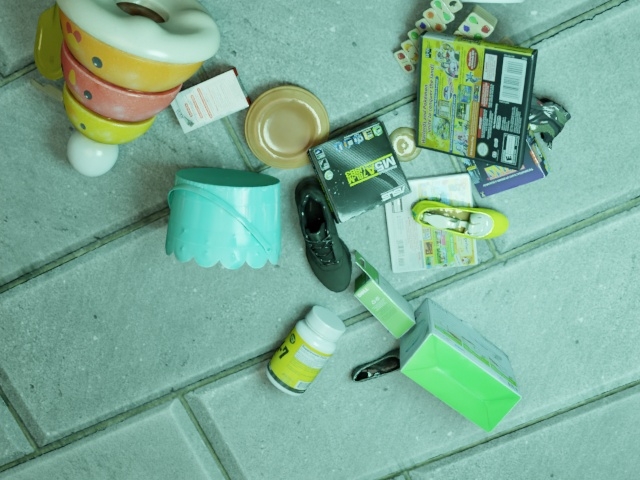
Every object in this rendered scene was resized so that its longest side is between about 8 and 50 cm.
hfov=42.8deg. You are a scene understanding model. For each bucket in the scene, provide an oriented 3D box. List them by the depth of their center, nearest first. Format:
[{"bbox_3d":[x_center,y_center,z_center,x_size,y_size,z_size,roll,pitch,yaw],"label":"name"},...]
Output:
[{"bbox_3d":[-0.218,-0.057,1.864,0.281,0.281,0.183,6,104,2],"label":"bucket"}]

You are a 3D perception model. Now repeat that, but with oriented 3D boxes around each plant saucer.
[{"bbox_3d":[-0.076,-0.257,1.888,0.200,0.037,0.200,-2,112,-4],"label":"plant saucer"},{"bbox_3d":[0.196,-0.223,1.907,0.083,0.015,0.083,1,107,4],"label":"plant saucer"}]

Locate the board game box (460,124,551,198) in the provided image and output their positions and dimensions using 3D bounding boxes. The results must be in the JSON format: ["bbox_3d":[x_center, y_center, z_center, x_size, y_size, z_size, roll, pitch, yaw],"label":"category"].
[{"bbox_3d":[0.411,-0.185,1.846,0.170,0.048,0.141,-20,106,40],"label":"board game box"}]

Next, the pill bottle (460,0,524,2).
[{"bbox_3d":[0.363,-0.636,1.700,0.152,0.152,0.272,2,107,4],"label":"pill bottle"}]

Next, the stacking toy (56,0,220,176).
[{"bbox_3d":[-0.452,-0.328,1.809,0.350,0.350,0.480,25,123,-4],"label":"stacking toy"}]

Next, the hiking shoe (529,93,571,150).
[{"bbox_3d":[0.442,-0.284,1.835,0.227,0.086,0.114,23,105,-3],"label":"hiking shoe"}]

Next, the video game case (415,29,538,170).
[{"bbox_3d":[0.328,-0.300,1.761,0.248,0.035,0.275,16,130,24],"label":"video game case"}]

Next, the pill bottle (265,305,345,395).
[{"bbox_3d":[-0.035,0.271,2.019,0.119,0.119,0.208,33,106,-6],"label":"pill bottle"}]

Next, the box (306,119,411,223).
[{"bbox_3d":[0.089,-0.157,1.877,0.191,0.045,0.184,-23,92,-10],"label":"box"}]

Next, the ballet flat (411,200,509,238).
[{"bbox_3d":[0.325,-0.041,1.894,0.231,0.077,0.077,11,106,1],"label":"ballet flat"}]

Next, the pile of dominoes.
[{"bbox_3d":[0.276,-0.404,1.768,0.196,0.040,0.251,35,139,-5],"label":"pile of dominoes"}]

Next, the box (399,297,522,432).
[{"bbox_3d":[0.326,0.287,1.939,0.262,0.231,0.127,35,106,-7],"label":"box"}]

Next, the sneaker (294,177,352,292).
[{"bbox_3d":[0.000,0.000,1.930,0.109,0.130,0.286,-18,106,7],"label":"sneaker"}]

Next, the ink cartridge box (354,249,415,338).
[{"bbox_3d":[0.135,0.128,1.969,0.062,0.109,0.209,-42,100,13],"label":"ink cartridge box"}]

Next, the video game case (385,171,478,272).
[{"bbox_3d":[0.263,-0.041,1.953,0.206,0.026,0.227,-6,105,6],"label":"video game case"}]

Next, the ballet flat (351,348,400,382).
[{"bbox_3d":[0.159,0.320,2.056,0.173,0.049,0.057,-25,104,11],"label":"ballet flat"}]

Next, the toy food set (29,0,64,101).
[{"bbox_3d":[-0.589,-0.437,1.877,0.128,0.071,0.218,22,105,27],"label":"toy food set"}]

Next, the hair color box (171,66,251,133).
[{"bbox_3d":[-0.255,-0.324,1.890,0.167,0.053,0.093,-21,106,9],"label":"hair color box"}]
